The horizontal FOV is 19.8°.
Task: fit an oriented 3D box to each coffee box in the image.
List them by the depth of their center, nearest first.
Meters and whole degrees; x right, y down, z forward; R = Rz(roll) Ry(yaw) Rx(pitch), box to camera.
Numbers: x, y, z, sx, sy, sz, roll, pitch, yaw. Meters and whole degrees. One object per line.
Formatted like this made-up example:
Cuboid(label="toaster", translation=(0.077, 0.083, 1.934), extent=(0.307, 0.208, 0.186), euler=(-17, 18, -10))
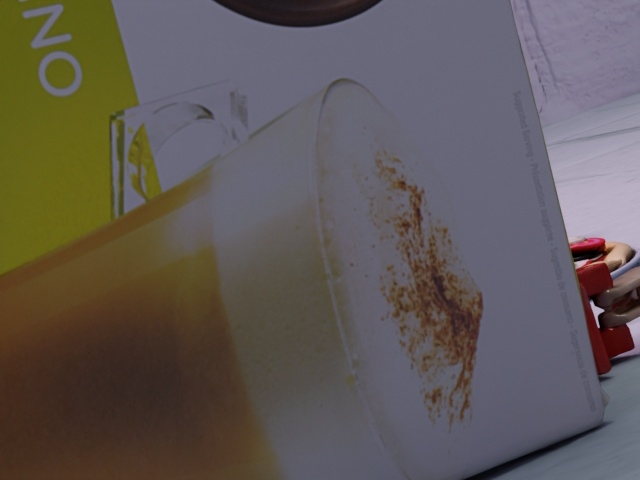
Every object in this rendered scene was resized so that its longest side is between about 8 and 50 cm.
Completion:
Cuboid(label="coffee box", translation=(-0.134, -0.043, 0.784), extent=(0.334, 0.338, 0.338), euler=(-17, 6, -27))

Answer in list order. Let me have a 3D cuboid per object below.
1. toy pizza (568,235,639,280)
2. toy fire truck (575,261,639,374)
Cuboid(label="toy pizza", translation=(0.104, 0.030, 1.158), extent=(0.201, 0.032, 0.201), euler=(-18, 4, 1))
Cuboid(label="toy fire truck", translation=(0.141, 0.029, 0.874), extent=(0.135, 0.047, 0.192), euler=(-19, 3, -19))
